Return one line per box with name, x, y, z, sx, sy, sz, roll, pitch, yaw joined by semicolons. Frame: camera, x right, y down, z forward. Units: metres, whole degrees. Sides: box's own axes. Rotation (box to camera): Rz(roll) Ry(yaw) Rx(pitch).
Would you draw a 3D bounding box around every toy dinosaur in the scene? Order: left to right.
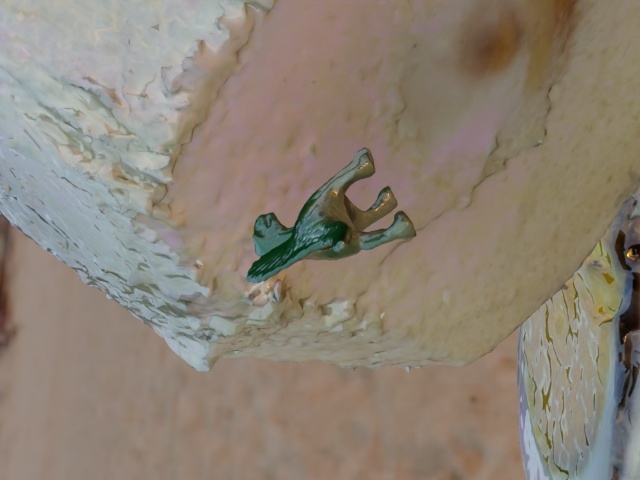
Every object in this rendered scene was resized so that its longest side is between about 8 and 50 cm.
toy dinosaur;0.000;0.000;0.685;0.029;0.060;0.119;55;-175;-13

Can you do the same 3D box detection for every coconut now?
coconut;-0.031;-0.150;0.990;0.404;0.404;0.404;-174;90;-82

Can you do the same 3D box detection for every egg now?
egg;0.228;0.078;1.314;0.264;0.174;0.286;110;159;-60
